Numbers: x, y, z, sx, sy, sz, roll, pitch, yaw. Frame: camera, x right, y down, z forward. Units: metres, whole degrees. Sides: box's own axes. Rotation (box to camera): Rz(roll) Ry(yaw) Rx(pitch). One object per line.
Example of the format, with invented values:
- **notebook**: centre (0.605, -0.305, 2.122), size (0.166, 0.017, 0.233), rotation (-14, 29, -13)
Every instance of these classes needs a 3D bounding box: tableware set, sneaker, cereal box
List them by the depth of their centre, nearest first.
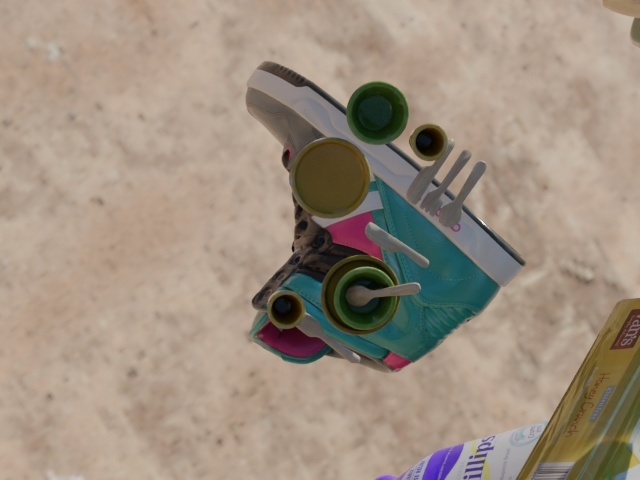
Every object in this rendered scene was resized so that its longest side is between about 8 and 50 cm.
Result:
- **cereal box**: centre (0.197, 0.173, 0.951), size (0.240, 0.047, 0.173), rotation (56, 49, -23)
- **tableware set**: centre (0.023, -0.011, 1.045), size (0.104, 0.154, 0.024), rotation (34, 1, -12)
- **sneaker**: centre (0.000, 0.000, 1.341), size (0.295, 0.178, 0.124), rotation (42, 3, 40)

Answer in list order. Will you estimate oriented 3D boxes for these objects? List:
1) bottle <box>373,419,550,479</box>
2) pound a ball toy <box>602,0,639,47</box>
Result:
- **bottle**: centre (0.118, 0.214, 1.407), size (0.092, 0.283, 0.118), rotation (57, 33, -24)
- **pound a ball toy**: centre (0.411, -0.326, 1.862), size (0.208, 0.136, 0.319), rotation (58, 52, -66)
